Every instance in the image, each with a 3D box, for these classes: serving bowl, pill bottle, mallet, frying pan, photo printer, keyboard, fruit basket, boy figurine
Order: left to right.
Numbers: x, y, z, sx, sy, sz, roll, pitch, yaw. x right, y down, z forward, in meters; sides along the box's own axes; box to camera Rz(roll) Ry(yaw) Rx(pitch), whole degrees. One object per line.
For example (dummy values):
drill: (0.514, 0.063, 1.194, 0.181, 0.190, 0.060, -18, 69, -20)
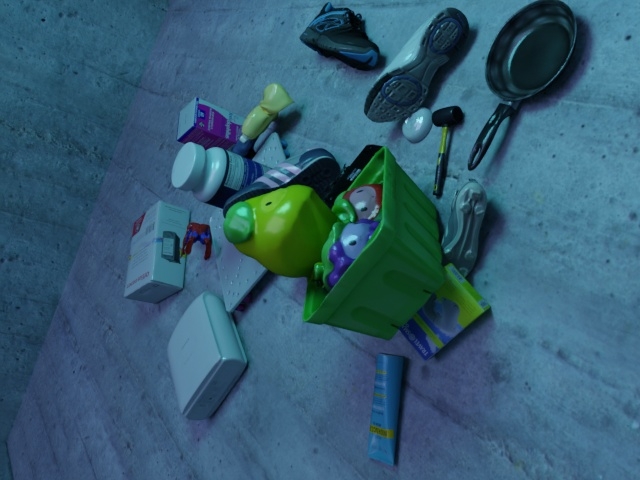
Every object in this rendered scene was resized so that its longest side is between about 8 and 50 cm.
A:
photo printer: (-0.336, 0.314, 1.849, 0.256, 0.107, 0.307, -54, 38, 23)
pill bottle: (-0.250, -0.160, 1.723, 0.153, 0.265, 0.153, -28, 53, 45)
boy figurine: (-0.170, -0.349, 1.909, 0.285, 0.092, 0.177, -48, -1, 37)
fruit basket: (0.021, -0.023, 1.216, 0.283, 0.392, 0.392, -52, 39, 28)
keyboard: (0.082, -0.147, 1.526, 0.192, 0.038, 0.100, -51, 39, -12)
serving bowl: (0.210, -0.261, 1.435, 0.083, 0.027, 0.083, -27, 55, 46)
mallet: (0.248, -0.188, 1.347, 0.062, 0.039, 0.189, 12, 88, 55)
frying pan: (0.382, -0.288, 1.192, 0.197, 0.053, 0.325, -3, 74, 53)

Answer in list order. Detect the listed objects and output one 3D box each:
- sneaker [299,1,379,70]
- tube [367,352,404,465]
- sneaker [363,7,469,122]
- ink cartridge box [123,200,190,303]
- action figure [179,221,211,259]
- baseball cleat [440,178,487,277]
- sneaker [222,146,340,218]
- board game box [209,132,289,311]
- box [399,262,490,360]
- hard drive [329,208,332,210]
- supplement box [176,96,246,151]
sneaker: (0.058, -0.547, 1.695, 0.139, 0.125, 0.341, -59, 38, 10)
tube: (0.127, 0.326, 1.264, 0.080, 0.052, 0.206, -8, 75, 63)
sneaker: (0.209, -0.385, 1.440, 0.297, 0.111, 0.129, -46, 17, 16)
ink cartridge box: (-0.579, 0.046, 2.288, 0.226, 0.131, 0.306, -27, 56, 45)
action figure: (-0.395, 0.024, 2.058, 0.280, 0.092, 0.139, -118, 40, -71)
baseball cleat: (0.267, -0.015, 1.220, 0.109, 0.072, 0.205, -71, -2, -71)
sneaker: (-0.106, -0.141, 1.665, 0.319, 0.112, 0.131, -24, 33, 1)
board game box: (-0.180, -0.051, 1.856, 0.390, 0.050, 0.389, -48, 41, 29)
box: (0.212, 0.139, 1.196, 0.109, 0.042, 0.178, 50, 120, 16)
hard drive: (0.000, 0.000, 1.539, 0.255, 0.054, 0.171, 4, 77, 40)
supplement box: (-0.329, -0.345, 2.049, 0.114, 0.220, 0.111, -27, 54, 44)
